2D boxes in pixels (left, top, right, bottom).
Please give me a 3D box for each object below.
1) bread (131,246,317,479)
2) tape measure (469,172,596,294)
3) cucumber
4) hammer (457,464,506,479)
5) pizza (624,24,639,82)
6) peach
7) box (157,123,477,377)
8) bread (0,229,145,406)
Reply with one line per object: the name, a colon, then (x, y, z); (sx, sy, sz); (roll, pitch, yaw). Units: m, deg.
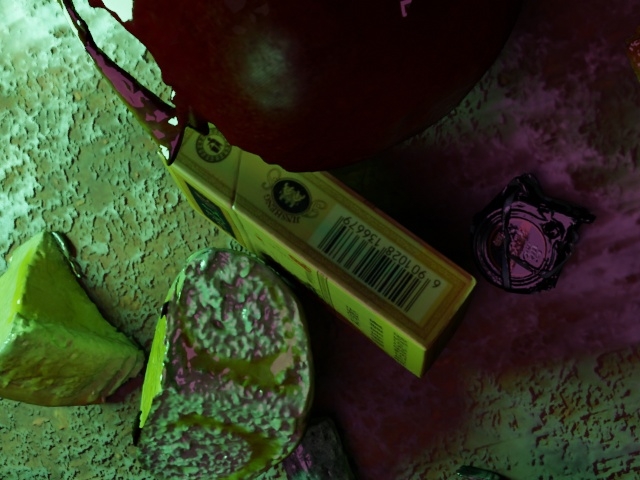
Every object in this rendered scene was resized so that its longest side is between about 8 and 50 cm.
bread: (-0.084, 0.108, 1.127); (0.158, 0.156, 0.261); (13, 137, -11)
tape measure: (0.172, -0.004, 1.013); (0.091, 0.054, 0.094); (35, 113, 13)
cucumber: (0.001, 0.230, 1.173); (0.064, 0.064, 0.112); (-18, 98, 30)
hammer: (0.112, 0.287, 1.161); (0.078, 0.021, 0.201); (49, 120, 4)
pizza: (0.296, -0.135, 0.910); (0.134, 0.046, 0.175); (1, 108, 26)
peach: (-0.017, -0.259, 0.852); (0.310, 0.335, 0.406); (-25, 93, 37)
box: (0.000, 0.000, 1.029); (0.274, 0.174, 0.076); (36, 80, 11)
bread: (-0.285, 0.086, 1.273); (0.140, 0.169, 0.160); (-43, 45, 30)
